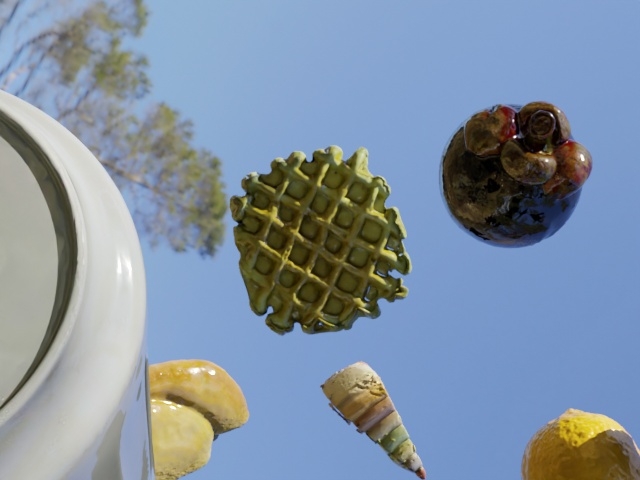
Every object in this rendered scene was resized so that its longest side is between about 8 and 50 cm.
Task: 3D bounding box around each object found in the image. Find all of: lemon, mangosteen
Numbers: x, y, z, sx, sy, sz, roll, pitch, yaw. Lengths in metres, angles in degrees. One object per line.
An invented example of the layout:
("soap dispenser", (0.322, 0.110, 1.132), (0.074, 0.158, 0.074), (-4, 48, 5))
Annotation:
("lemon", (0.297, 0.279, 1.263), (0.142, 0.142, 0.187), (-35, -120, 42))
("mangosteen", (0.274, -0.106, 1.557), (0.250, 0.211, 0.211), (113, -14, -60))

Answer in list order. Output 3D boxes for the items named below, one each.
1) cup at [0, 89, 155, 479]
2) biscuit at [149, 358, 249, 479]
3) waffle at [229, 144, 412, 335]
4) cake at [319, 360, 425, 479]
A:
("cup", (-0.242, 0.098, 0.575), (0.237, 0.322, 0.327), (58, -19, 20))
("biscuit", (-0.197, 0.221, 1.131), (0.045, 0.154, 0.299), (2, -139, 48))
("waffle", (0.000, 0.000, 1.110), (0.036, 0.169, 0.184), (159, -83, -87))
("cake", (0.108, 0.295, 1.872), (0.090, 0.225, 0.109), (-46, -153, -2))
